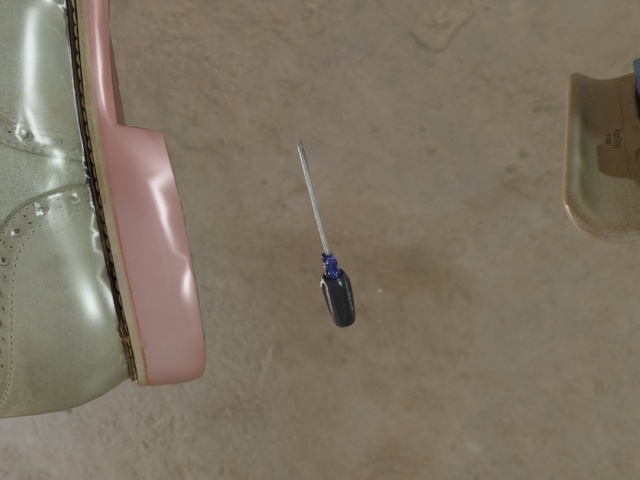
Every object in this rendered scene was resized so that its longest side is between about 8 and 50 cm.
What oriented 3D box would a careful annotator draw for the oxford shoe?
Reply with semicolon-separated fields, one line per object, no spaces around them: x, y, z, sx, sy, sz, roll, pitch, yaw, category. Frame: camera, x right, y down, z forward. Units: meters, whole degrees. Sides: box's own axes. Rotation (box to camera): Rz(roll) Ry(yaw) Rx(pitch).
-0.174;-0.105;0.401;0.140;0.146;0.397;134;119;-72;oxford shoe

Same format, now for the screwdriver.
0.000;0.000;0.622;0.024;0.025;0.170;29;146;49;screwdriver

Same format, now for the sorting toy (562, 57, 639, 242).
0.232;-0.056;0.381;0.229;0.307;0.041;-9;116;23;sorting toy
